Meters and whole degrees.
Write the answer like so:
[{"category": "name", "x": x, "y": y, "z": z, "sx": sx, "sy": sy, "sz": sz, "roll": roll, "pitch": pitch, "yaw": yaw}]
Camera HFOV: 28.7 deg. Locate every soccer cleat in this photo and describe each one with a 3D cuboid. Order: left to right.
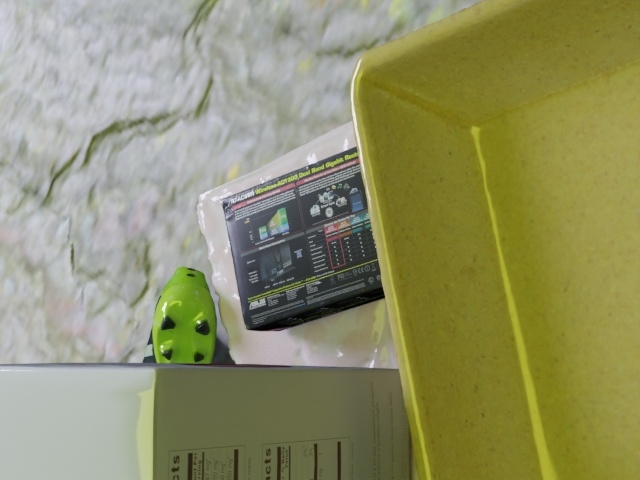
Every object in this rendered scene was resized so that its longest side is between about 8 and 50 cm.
[{"category": "soccer cleat", "x": -0.107, "y": 0.104, "z": 0.912, "sx": 0.060, "sy": 0.072, "sz": 0.179, "roll": 12, "pitch": 116, "yaw": -8}]

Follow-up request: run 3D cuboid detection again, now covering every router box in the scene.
[{"category": "router box", "x": 0.000, "y": 0.000, "z": 0.801, "sx": 0.122, "sy": 0.038, "sz": 0.092, "roll": -19, "pitch": 75, "yaw": 30}]

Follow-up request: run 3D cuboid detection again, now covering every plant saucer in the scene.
[{"category": "plant saucer", "x": 0.191, "y": 0.012, "z": 0.640, "sx": 0.333, "sy": 0.081, "sz": 0.333, "roll": -19, "pitch": 75, "yaw": 36}]

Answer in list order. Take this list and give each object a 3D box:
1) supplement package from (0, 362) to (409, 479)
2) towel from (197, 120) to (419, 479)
[{"category": "supplement package", "x": -0.065, "y": 0.136, "z": 0.706, "sx": 0.139, "sy": 0.244, "sz": 0.134, "roll": -3, "pitch": 83, "yaw": 32}, {"category": "towel", "x": 0.085, "y": 0.070, "z": 0.793, "sx": 0.317, "sy": 0.053, "sz": 0.332, "roll": -22, "pitch": 74, "yaw": 29}]
